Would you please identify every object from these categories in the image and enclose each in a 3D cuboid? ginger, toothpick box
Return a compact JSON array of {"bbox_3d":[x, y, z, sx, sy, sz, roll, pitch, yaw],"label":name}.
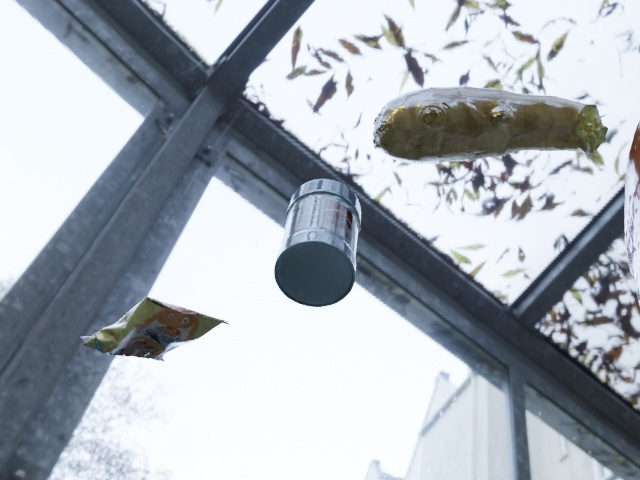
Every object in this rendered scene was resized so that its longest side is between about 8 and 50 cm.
[{"bbox_3d":[0.276,-0.181,1.186,0.375,0.166,0.236,15,-11,5],"label":"ginger"},{"bbox_3d":[0.000,0.000,0.875,0.101,0.153,0.101,2,-57,3],"label":"toothpick box"}]

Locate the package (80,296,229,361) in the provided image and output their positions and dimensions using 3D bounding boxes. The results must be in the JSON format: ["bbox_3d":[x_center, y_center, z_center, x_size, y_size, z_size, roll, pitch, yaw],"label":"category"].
[{"bbox_3d":[-0.177,0.097,0.733,0.120,0.031,0.108,-30,-33,28],"label":"package"}]

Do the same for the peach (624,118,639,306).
[{"bbox_3d":[0.400,-0.007,0.492,0.334,0.406,0.310,-9,-29,15],"label":"peach"}]
